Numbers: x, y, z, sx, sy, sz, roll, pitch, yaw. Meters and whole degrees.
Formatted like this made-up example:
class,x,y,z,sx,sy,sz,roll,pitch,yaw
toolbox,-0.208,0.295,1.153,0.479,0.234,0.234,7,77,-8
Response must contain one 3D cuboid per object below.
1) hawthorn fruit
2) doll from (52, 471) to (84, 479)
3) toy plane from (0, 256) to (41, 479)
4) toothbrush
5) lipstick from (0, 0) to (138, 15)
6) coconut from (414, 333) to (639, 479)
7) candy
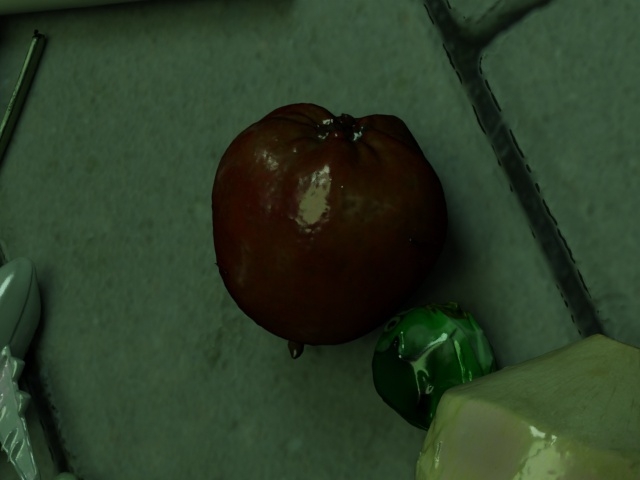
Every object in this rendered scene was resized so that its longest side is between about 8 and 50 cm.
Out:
class,x,y,z,sx,sy,sz,roll,pitch,yaw
hawthorn fruit,0.000,0.000,1.076,0.185,0.185,0.202,31,116,30
doll,-0.224,0.309,1.211,0.103,0.071,0.214,8,90,32
toy plane,-0.324,0.132,1.282,0.251,0.101,0.255,23,94,43
toothbrush,-0.319,-0.063,1.355,0.028,0.026,0.294,17,91,13
lipstick,-0.179,-0.258,1.269,0.327,0.087,0.087,0,82,30
coconut,0.175,0.174,0.923,0.197,0.237,0.237,7,85,66
candy,0.116,0.204,1.040,0.097,0.097,0.323,-18,82,27
